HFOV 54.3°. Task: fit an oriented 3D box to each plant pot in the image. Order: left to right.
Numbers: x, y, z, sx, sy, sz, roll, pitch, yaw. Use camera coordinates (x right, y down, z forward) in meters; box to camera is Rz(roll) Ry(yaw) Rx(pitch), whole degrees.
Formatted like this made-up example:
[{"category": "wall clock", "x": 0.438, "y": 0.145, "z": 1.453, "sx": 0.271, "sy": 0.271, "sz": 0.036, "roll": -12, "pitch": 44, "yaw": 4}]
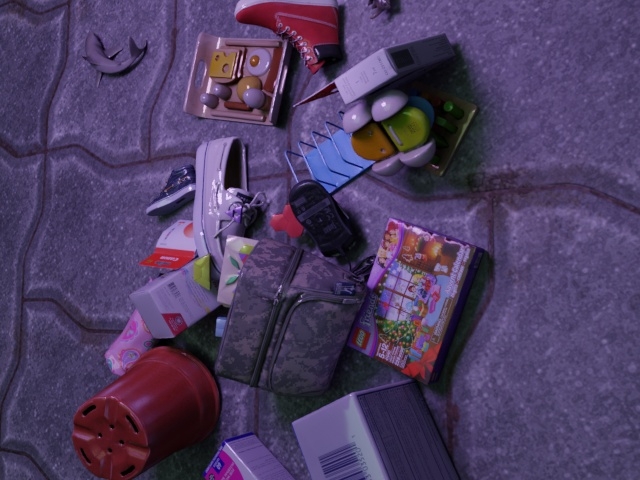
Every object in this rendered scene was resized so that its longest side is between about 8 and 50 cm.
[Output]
[{"category": "plant pot", "x": -0.422, "y": 0.421, "z": 1.486, "sx": 0.273, "sy": 0.265, "sz": 0.272, "roll": 3, "pitch": 98, "yaw": 18}]

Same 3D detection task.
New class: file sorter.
[{"category": "file sorter", "x": 0.024, "y": -0.193, "z": 1.400, "sx": 0.170, "sy": 0.105, "sz": 0.118, "roll": -33, "pitch": 70, "yaw": 25}]

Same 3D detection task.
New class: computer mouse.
[{"category": "computer mouse", "x": 0.000, "y": 0.000, "z": 1.397, "sx": 0.184, "sy": 0.060, "sz": 0.262, "roll": -37, "pitch": 93, "yaw": 21}]

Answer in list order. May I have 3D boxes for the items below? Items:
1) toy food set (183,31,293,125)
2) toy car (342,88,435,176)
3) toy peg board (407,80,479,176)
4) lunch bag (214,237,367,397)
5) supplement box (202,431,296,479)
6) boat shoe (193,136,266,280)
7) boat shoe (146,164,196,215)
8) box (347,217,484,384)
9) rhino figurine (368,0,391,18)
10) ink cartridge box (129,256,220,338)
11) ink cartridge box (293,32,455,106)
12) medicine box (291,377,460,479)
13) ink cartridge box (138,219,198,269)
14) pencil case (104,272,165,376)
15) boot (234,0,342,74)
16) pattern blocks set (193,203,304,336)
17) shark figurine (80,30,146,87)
[{"category": "toy food set", "x": -0.213, "y": -0.417, "z": 1.579, "sx": 0.306, "sy": 0.092, "sz": 0.219, "roll": 13, "pitch": 93, "yaw": 32}, {"category": "toy car", "x": 0.148, "y": -0.226, "z": 1.237, "sx": 0.182, "sy": 0.136, "sz": 0.159, "roll": -14, "pitch": 121, "yaw": 47}, {"category": "toy peg board", "x": 0.213, "y": -0.241, "z": 1.299, "sx": 0.161, "sy": 0.079, "sz": 0.161, "roll": 33, "pitch": 102, "yaw": 30}, {"category": "lunch bag", "x": -0.061, "y": 0.172, "z": 1.329, "sx": 0.256, "sy": 0.212, "sz": 0.304, "roll": 18, "pitch": 114, "yaw": -1}, {"category": "supplement box", "x": -0.146, "y": 0.563, "z": 1.431, "sx": 0.220, "sy": 0.114, "sz": 0.111, "roll": 38, "pitch": 105, "yaw": 28}, {"category": "boat shoe", "x": -0.211, "y": -0.089, "z": 1.535, "sx": 0.157, "sy": 0.136, "sz": 0.366, "roll": -13, "pitch": 69, "yaw": 28}, {"category": "boat shoe", "x": -0.402, "y": -0.134, "z": 1.693, "sx": 0.184, "sy": 0.065, "sz": 0.083, "roll": -25, "pitch": 71, "yaw": 21}, {"category": "box", "x": 0.191, "y": 0.121, "z": 1.290, "sx": 0.201, "sy": 0.057, "sz": 0.293, "roll": 21, "pitch": 97, "yaw": 33}, {"category": "rhino figurine", "x": 0.147, "y": -0.609, "z": 1.382, "sx": 0.106, "sy": 0.073, "sz": 0.243, "roll": 19, "pitch": 97, "yaw": 28}, {"category": "ink cartridge box", "x": -0.343, "y": 0.138, "z": 1.525, "sx": 0.127, "sy": 0.176, "sz": 0.128, "roll": -14, "pitch": 106, "yaw": 51}, {"category": "ink cartridge box", "x": 0.112, "y": -0.324, "z": 1.261, "sx": 0.239, "sy": 0.275, "sz": 0.060, "roll": -24, "pitch": 96, "yaw": 40}, {"category": "medicine box", "x": 0.120, "y": 0.419, "z": 1.169, "sx": 0.149, "sy": 0.289, "sz": 0.263, "roll": -31, "pitch": 69, "yaw": 24}, {"category": "ink cartridge box", "x": -0.361, "y": 0.006, "z": 1.588, "sx": 0.146, "sy": 0.179, "sz": 0.045, "roll": 5, "pitch": 120, "yaw": 33}, {"category": "pencil case", "x": -0.466, "y": 0.229, "z": 1.659, "sx": 0.124, "sy": 0.124, "sz": 0.284, "roll": 43, "pitch": 110, "yaw": 28}, {"category": "boot", "x": -0.072, "y": -0.470, "z": 1.435, "sx": 0.245, "sy": 0.088, "sz": 0.176, "roll": -3, "pitch": 84, "yaw": -12}, {"category": "pattern blocks set", "x": -0.157, "y": 0.079, "z": 1.454, "sx": 0.286, "sy": 0.026, "sz": 0.324, "roll": -4, "pitch": 102, "yaw": 7}, {"category": "shark figurine", "x": -0.644, "y": -0.541, "z": 1.856, "sx": 0.278, "sy": 0.116, "sz": 0.166, "roll": 18, "pitch": 96, "yaw": 34}]
